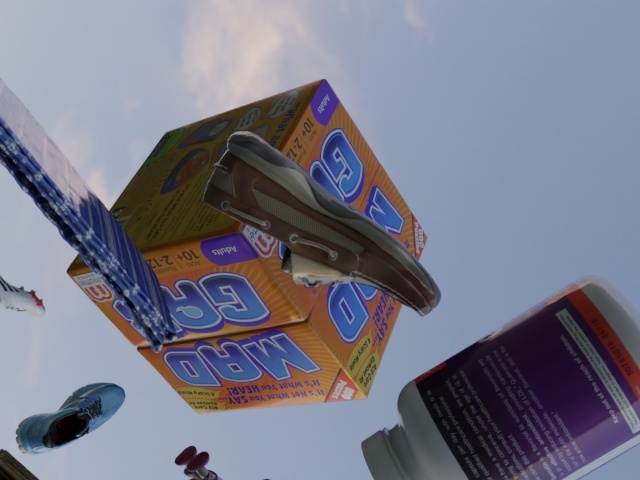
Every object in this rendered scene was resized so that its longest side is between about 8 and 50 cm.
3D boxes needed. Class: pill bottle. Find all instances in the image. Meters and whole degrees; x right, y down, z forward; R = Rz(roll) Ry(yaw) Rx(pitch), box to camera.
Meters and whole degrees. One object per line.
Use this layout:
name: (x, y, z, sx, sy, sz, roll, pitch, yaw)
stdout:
pill bottle: (0.211, 0.188, 1.022, 0.323, 0.181, 0.181, -32, -129, 5)

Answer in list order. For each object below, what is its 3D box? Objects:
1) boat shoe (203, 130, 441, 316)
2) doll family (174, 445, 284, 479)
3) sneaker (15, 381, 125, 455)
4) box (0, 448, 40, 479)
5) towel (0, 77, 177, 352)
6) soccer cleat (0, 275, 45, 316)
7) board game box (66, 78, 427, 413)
boat shoe: (0.000, 0.000, 1.158, 0.116, 0.324, 0.123, -54, -175, 2)
doll family: (-0.106, 0.382, 1.232, 0.263, 0.163, 0.118, 8, -133, 47)
sneaker: (-0.318, 0.240, 1.257, 0.073, 0.162, 0.063, -6, -74, 41)
box: (-0.158, 0.236, 0.619, 0.164, 0.021, 0.201, 38, -39, 11)
towel: (-0.273, -0.048, 0.991, 0.040, 0.336, 0.243, -36, -157, -2)
soccer cleat: (-0.300, 0.055, 0.906, 0.029, 0.083, 0.035, -24, -141, 28)
board game box: (-0.101, 0.022, 1.529, 0.356, 0.356, 0.356, -12, -143, 36)
